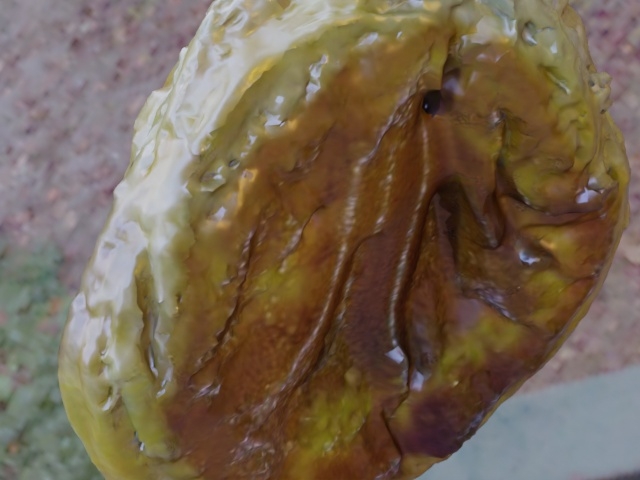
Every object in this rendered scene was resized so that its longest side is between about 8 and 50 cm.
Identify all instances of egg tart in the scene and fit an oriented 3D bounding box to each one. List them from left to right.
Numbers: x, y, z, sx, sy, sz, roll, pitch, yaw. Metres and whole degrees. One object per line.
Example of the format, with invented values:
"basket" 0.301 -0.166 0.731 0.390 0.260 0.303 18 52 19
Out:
"egg tart" 0.000 0.000 0.881 0.339 0.351 0.153 -48 48 0
